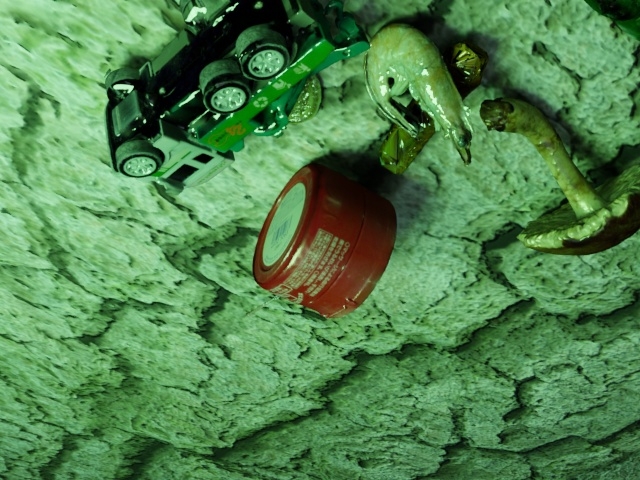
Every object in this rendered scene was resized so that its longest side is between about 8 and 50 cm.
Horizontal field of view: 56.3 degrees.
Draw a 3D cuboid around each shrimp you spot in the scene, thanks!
[{"bbox_3d":[0.137,-0.192,0.833,0.126,0.047,0.223,-27,97,44],"label":"shrimp"}]

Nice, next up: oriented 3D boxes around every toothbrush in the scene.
[{"bbox_3d":[-0.119,0.136,1.241,0.097,0.008,0.006,-33,114,28],"label":"toothbrush"}]

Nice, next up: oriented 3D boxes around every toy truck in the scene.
[{"bbox_3d":[-0.123,-0.203,0.781,0.364,0.176,0.178,-30,151,24],"label":"toy truck"}]

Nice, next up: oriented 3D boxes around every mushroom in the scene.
[{"bbox_3d":[0.405,-0.111,0.925,0.208,0.233,0.301,19,138,45],"label":"mushroom"}]

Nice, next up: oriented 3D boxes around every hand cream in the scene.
[{"bbox_3d":[0.000,0.000,0.958,0.149,0.230,0.230,23,130,-23],"label":"hand cream"}]

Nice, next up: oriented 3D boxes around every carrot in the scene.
[{"bbox_3d":[0.159,-0.190,0.886,0.069,0.069,0.228,19,133,-21],"label":"carrot"}]

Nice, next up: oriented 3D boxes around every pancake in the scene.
[{"bbox_3d":[-0.045,-0.214,0.884,0.108,0.017,0.108,1,135,1],"label":"pancake"}]

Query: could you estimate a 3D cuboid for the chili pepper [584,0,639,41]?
[{"bbox_3d":[0.353,-0.355,0.599,0.233,0.256,0.248,17,133,-26],"label":"chili pepper"}]
